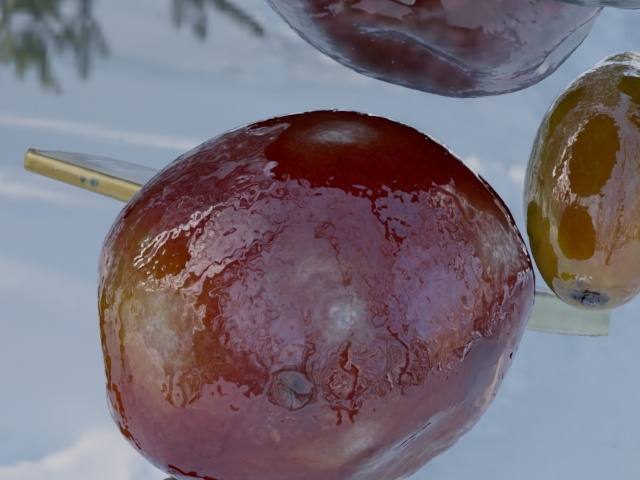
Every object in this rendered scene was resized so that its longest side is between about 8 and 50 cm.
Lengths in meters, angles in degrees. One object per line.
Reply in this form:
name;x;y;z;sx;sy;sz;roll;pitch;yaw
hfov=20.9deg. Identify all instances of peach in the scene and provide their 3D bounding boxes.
peach;-0.002;0.036;0.934;0.243;0.200;0.243;-15;28;8

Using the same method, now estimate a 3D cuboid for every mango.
mango;0.201;-0.057;1.186;0.113;0.138;0.253;3;35;16

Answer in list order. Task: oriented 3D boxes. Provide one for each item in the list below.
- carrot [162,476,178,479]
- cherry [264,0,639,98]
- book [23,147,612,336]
carrot;-0.044;0.155;1.192;0.057;0.057;0.224;25;30;38
cherry;0.077;-0.247;0.958;0.291;0.326;0.335;-4;22;31
book;0.000;0.000;1.308;0.389;0.032;0.269;18;4;32
